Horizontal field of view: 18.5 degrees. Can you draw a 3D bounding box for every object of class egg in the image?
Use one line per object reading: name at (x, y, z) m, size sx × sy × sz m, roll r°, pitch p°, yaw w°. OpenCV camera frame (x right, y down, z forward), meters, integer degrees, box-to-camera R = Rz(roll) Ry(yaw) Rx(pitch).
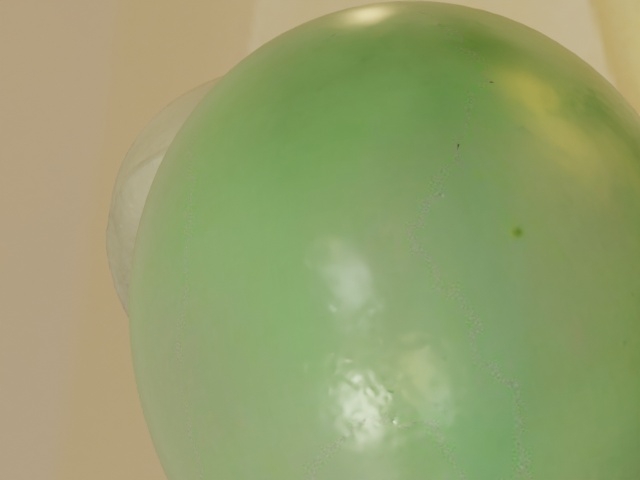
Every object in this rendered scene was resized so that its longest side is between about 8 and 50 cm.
egg at (0.038, 0.033, 0.744) m, size 0.220 × 0.220 × 0.269 m, roll 52°, pitch -157°, yaw -41°

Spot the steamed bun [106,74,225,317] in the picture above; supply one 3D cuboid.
steamed bun at (0.000, 0.000, 1.359) m, size 0.177 × 0.283 × 0.283 m, roll -52°, pitch -53°, yaw -45°
